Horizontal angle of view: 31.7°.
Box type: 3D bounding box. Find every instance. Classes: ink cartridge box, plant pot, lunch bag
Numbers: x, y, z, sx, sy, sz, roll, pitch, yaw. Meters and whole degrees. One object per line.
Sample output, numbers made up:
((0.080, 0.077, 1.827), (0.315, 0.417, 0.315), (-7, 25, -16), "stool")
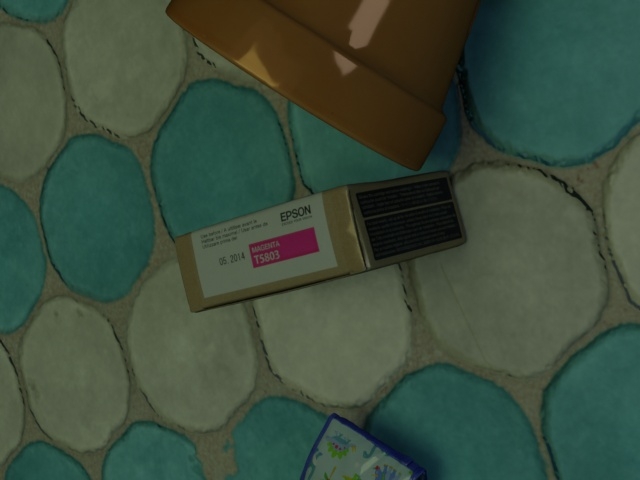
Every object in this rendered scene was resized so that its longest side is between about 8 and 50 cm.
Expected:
((0.000, 0.000, 1.170), (0.235, 0.193, 0.088), (-14, 88, 36), "ink cartridge box")
((0.025, -0.228, 1.086), (0.291, 0.291, 0.203), (36, 100, 27), "plant pot")
((0.046, 0.279, 1.236), (0.129, 0.096, 0.151), (28, 122, 30), "lunch bag")
